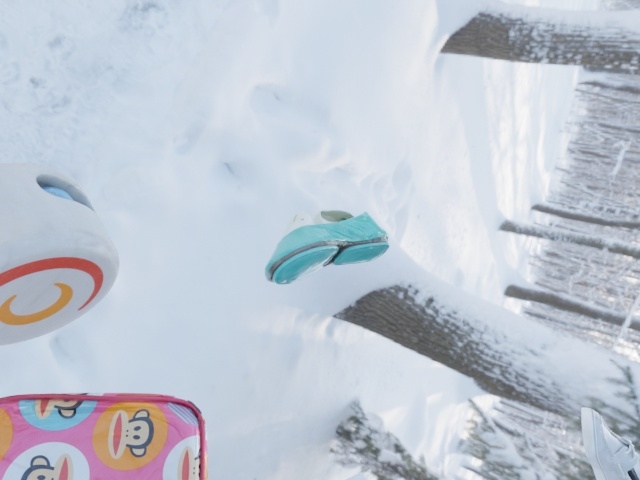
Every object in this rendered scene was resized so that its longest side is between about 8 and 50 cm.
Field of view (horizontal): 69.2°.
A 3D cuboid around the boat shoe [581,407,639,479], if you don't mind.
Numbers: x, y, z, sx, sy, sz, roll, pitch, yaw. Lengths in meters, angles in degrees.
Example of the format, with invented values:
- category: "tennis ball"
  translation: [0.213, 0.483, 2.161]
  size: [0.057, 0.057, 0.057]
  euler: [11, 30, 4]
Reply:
- category: "boat shoe"
  translation: [0.430, 0.315, 0.682]
  size: [0.184, 0.063, 0.066]
  euler: [62, 36, -20]

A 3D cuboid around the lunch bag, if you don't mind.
- category: "lunch bag"
  translation: [-0.200, 0.288, 0.418]
  size: [0.120, 0.258, 0.293]
  euler: [136, -43, -56]

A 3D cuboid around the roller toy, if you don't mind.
- category: "roller toy"
  translation: [-0.351, 0.014, 0.537]
  size: [0.191, 0.146, 0.209]
  euler: [-18, 151, -41]

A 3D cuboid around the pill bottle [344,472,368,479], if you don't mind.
- category: "pill bottle"
  translation: [-0.066, 0.614, 0.876]
  size: [0.407, 0.229, 0.229]
  euler: [-20, 130, -13]

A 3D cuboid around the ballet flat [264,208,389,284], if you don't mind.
- category: "ballet flat"
  translation: [0.000, 0.000, 0.648]
  size: [0.247, 0.087, 0.083]
  euler: [-10, 147, -48]
